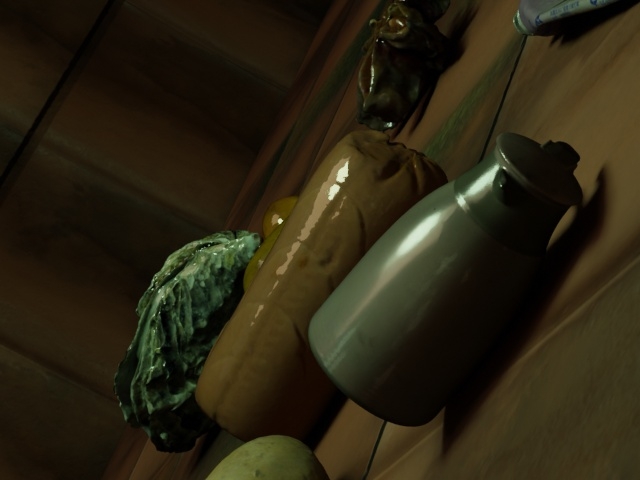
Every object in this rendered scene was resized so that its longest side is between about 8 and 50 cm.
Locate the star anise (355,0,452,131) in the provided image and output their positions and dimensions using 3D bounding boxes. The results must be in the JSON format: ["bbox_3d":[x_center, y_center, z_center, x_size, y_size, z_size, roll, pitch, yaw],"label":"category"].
[{"bbox_3d":[0.099,-0.214,1.800,0.220,0.099,0.214,-78,4,-51],"label":"star anise"}]

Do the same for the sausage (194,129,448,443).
[{"bbox_3d":[0.002,0.045,1.370,0.304,0.121,0.121,-60,8,16],"label":"sausage"}]

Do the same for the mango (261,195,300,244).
[{"bbox_3d":[-0.030,0.004,1.900,0.159,0.084,0.105,76,-155,-78],"label":"mango"}]

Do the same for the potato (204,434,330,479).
[{"bbox_3d":[-0.042,0.204,1.166,0.112,0.112,0.147,-57,2,28],"label":"potato"}]

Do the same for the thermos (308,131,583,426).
[{"bbox_3d":[0.095,0.014,1.001,0.193,0.105,0.137,-53,-21,26],"label":"thermos"}]

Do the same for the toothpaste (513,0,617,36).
[{"bbox_3d":[0.208,-0.203,1.172,0.301,0.048,0.075,150,134,-77],"label":"toothpaste"}]

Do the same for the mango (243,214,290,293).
[{"bbox_3d":[0.000,0.000,1.650,0.227,0.099,0.136,-56,-1,-31],"label":"mango"}]

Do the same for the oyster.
[{"bbox_3d":[-0.155,0.118,1.946,0.351,0.158,0.162,-65,-4,29],"label":"oyster"}]
